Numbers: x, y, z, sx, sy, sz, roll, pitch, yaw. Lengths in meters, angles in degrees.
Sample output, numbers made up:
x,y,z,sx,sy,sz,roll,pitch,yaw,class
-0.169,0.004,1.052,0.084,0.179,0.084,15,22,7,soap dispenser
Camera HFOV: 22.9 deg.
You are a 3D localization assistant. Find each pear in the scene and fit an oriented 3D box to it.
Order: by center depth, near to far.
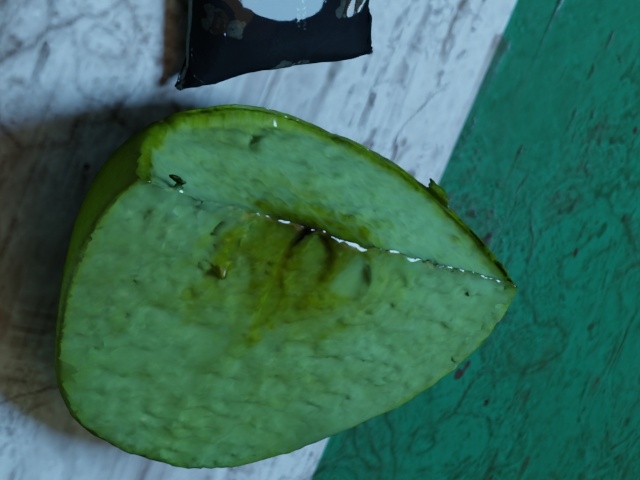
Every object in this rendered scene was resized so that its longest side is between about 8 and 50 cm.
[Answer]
x,y,z,sx,sy,sz,roll,pitch,yaw,class
-0.055,0.040,1.043,0.288,0.139,0.239,15,120,-29,pear

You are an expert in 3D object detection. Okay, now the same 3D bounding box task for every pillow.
x,y,z,sx,sy,sz,roll,pitch,yaw,class
-0.024,-0.151,1.021,0.150,0.048,0.090,-14,113,-27,pillow
